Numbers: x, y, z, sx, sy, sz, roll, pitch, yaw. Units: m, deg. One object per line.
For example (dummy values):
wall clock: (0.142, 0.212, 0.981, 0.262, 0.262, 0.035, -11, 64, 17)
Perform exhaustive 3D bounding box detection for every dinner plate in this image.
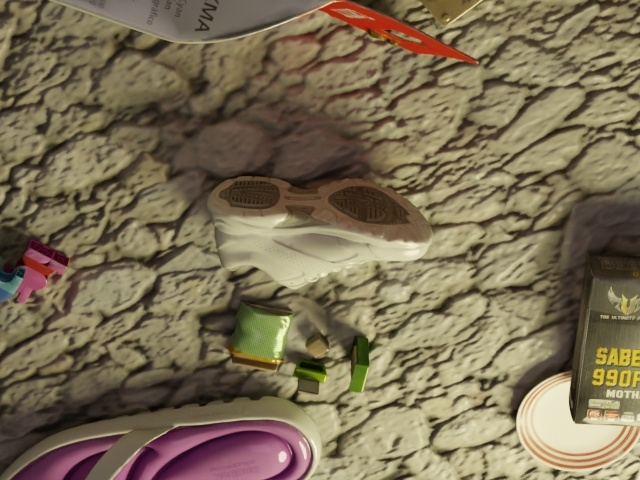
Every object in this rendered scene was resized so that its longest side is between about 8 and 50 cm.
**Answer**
dinner plate: (0.287, 0.197, 2.002, 0.141, 0.017, 0.141, 2, 121, 3)

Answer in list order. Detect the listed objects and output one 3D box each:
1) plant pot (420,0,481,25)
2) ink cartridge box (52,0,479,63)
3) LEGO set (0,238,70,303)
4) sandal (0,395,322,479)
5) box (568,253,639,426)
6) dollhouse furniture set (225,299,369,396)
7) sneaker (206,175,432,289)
plant pot: (0.121, -0.264, 1.683, 0.109, 0.096, 0.109, -36, 114, 21)
ink cartridge box: (-0.077, -0.198, 1.607, 0.385, 0.308, 0.091, 21, 94, -9)
LEGO set: (-0.390, 0.022, 1.885, 0.227, 0.087, 0.093, 28, 118, -13)
sandal: (-0.202, 0.277, 2.022, 0.416, 0.102, 0.169, -22, 118, 15)
box: (0.387, 0.110, 1.910, 0.231, 0.056, 0.183, 3, 118, -2)
dollhouse furniture set: (-0.025, 0.123, 1.946, 0.152, 0.058, 0.076, 12, 121, -5)
sneaker: (0.000, 0.000, 1.865, 0.232, 0.090, 0.115, 8, 128, 8)
